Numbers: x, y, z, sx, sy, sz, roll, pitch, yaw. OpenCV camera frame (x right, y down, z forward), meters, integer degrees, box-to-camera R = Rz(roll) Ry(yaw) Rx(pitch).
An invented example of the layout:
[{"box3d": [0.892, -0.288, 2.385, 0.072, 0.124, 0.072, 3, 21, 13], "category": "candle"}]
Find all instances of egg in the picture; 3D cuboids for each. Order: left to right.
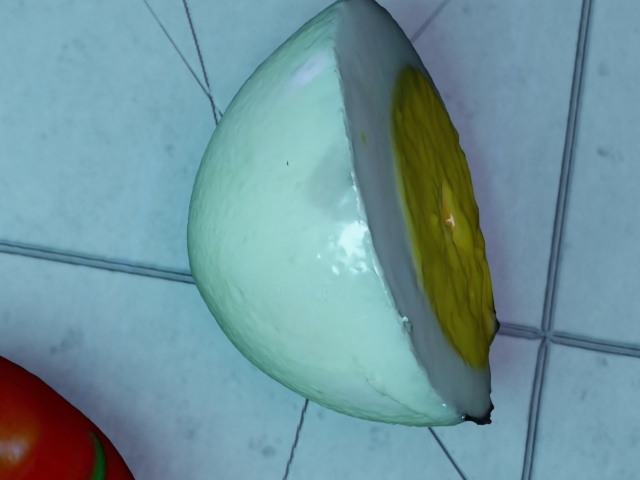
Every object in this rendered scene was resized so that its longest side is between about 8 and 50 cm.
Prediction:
[{"box3d": [0.000, 0.000, 1.319, 0.201, 0.337, 0.337, -18, 87, 17], "category": "egg"}]

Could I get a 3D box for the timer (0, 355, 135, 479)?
[{"box3d": [-0.298, 0.258, 1.192, 0.378, 0.279, 0.378, 18, 60, -34], "category": "timer"}]
